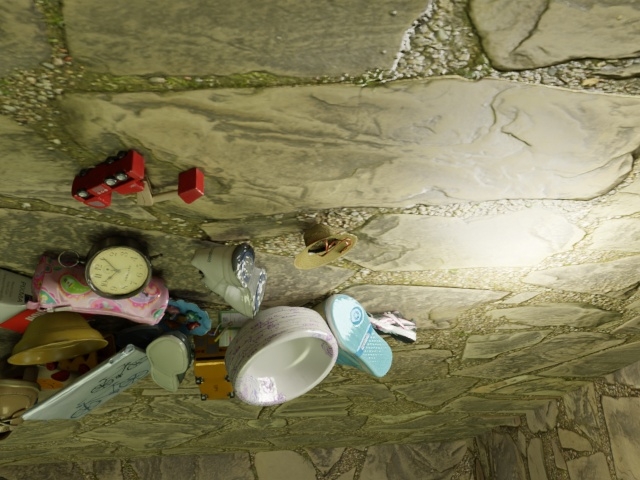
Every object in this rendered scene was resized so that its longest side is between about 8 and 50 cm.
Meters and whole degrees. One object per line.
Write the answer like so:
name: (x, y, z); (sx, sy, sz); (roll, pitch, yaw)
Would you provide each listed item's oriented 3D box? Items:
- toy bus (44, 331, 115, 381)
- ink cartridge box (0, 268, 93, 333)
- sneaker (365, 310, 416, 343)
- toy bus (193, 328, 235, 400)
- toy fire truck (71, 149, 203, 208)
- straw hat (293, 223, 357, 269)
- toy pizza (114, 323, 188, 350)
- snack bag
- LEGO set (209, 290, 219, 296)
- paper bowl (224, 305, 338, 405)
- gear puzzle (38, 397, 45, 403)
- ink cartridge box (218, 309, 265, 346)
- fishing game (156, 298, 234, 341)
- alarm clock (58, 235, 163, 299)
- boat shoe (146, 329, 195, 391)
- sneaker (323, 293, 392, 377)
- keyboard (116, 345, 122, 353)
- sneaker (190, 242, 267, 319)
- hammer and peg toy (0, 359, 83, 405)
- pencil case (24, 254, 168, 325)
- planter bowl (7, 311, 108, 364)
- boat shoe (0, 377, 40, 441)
toy bus: (-0.656, 0.288, 1.495); (0.202, 0.105, 0.190); (-6, -168, -33)
ink cartridge box: (-0.755, 0.181, 1.314); (0.308, 0.091, 0.385); (-25, 144, 29)
sneaker: (0.195, 0.234, 1.609); (0.178, 0.077, 0.072); (23, 150, -7)
toy bus: (-0.325, 0.393, 1.714); (0.108, 0.130, 0.333); (-3, 150, -8)
toy fire truck: (-0.315, -0.094, 0.968); (0.191, 0.047, 0.135); (-19, 149, 21)
straw hat: (0.000, 0.000, 1.174); (0.144, 0.061, 0.144); (-20, 157, -9)
toy pizza: (-0.478, 0.273, 1.578); (0.201, 0.032, 0.201); (-5, 149, -3)
snack bag: (-0.594, 0.385, 1.497); (0.322, 0.037, 0.342); (-32, 165, -8)
LEGO set: (-0.250, 0.117, 1.372); (0.054, 0.024, 0.083); (-6, 137, -5)
paper bowl: (-0.108, 0.282, 1.439); (0.284, 0.148, 0.285); (-16, 136, -16)
gear puzzle: (-0.920, 0.508, 1.894); (0.175, 0.044, 0.339); (-13, 146, 14)
ink cartridge box: (-0.179, 0.243, 1.552); (0.209, 0.062, 0.109); (-1, 148, -11)
fishing game: (-0.370, 0.206, 1.426); (0.263, 0.041, 0.189); (26, 140, -21)
alarm clock: (-0.433, 0.050, 1.139); (0.191, 0.064, 0.130); (14, 112, -30)
boat shoe: (-0.391, 0.304, 1.493); (0.116, 0.099, 0.320); (28, 142, 2)
sneaker: (0.049, 0.266, 1.582); (0.208, 0.127, 0.319); (2, 136, 44)
keyboard: (-0.530, 0.346, 1.704); (0.180, 0.023, 0.108); (5, 148, -17)
sneaker: (-0.201, 0.087, 1.272); (0.129, 0.111, 0.297); (7, 149, 11)
hammer and peg toy: (-0.856, 0.398, 1.629); (0.265, 0.128, 0.361); (-27, 141, 31)
pencil case: (-0.485, 0.117, 1.226); (0.283, 0.124, 0.124); (14, 144, -32)
planter bowl: (-0.626, 0.224, 1.324); (0.217, 0.091, 0.217); (-15, 164, -4)
boat shoe: (-0.841, 0.462, 1.508); (0.121, 0.110, 0.341); (14, 143, -25)
